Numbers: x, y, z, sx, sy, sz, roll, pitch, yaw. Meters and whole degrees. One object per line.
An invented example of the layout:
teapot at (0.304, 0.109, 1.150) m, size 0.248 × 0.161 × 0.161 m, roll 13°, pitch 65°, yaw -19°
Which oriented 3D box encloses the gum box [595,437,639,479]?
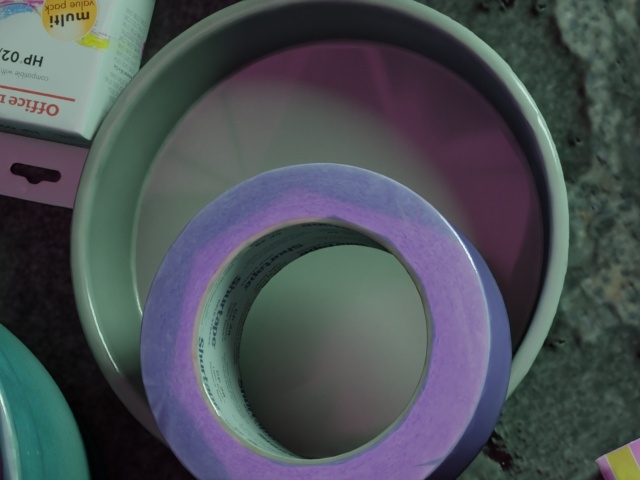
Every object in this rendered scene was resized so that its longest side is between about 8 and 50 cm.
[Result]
gum box at (0.237, 0.179, 0.968) m, size 0.107 × 0.062 × 0.188 m, roll -27°, pitch 76°, yaw 9°

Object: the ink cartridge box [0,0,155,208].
ink cartridge box at (-0.168, -0.117, 1.118) m, size 0.104 × 0.061 × 0.181 m, roll 11°, pitch 84°, yaw 16°

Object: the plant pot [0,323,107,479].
plant pot at (-0.239, 0.147, 0.993) m, size 0.272 × 0.255 × 0.271 m, roll -2°, pitch 80°, yaw 14°

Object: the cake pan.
cake pan at (0.000, 0.000, 1.061) m, size 0.293 × 0.054 × 0.293 m, roll -2°, pitch 81°, yaw 13°

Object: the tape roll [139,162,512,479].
tape roll at (0.004, 0.057, 0.982) m, size 0.189 × 0.080 × 0.189 m, roll -2°, pitch 80°, yaw 13°
